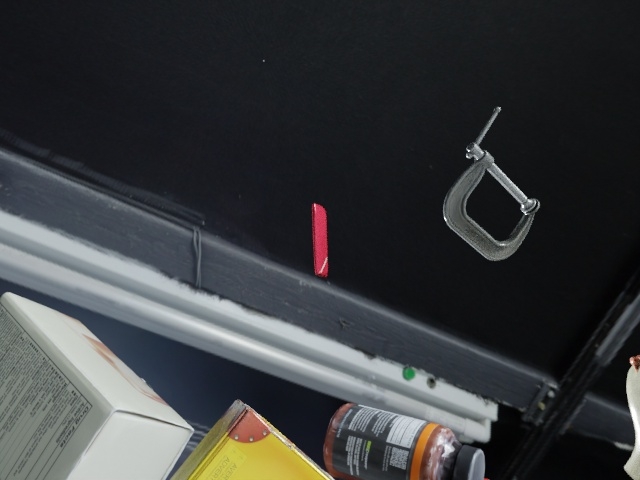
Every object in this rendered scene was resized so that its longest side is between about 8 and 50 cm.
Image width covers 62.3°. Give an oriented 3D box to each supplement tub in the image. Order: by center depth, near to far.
[{"bbox_3d":[0.110,0.288,0.702,0.198,0.106,0.105,4,-67,33],"label":"supplement tub"}]

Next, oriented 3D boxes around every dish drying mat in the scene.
[{"bbox_3d":[0.000,0.000,0.624,0.008,0.032,0.083,-6,-102,24],"label":"dish drying mat"}]

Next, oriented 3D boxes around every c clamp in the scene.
[{"bbox_3d":[0.214,-0.054,0.636,0.161,0.022,0.137,41,-94,-30],"label":"c clamp"}]

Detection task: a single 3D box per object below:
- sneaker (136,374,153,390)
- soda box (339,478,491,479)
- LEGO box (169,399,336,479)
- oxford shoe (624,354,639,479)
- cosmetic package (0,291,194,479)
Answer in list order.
[{"bbox_3d":[-0.275,0.258,0.828,0.038,0.098,0.069,-22,-25,-38],"label":"sneaker"},{"bbox_3d":[0.153,0.376,0.754,0.092,0.263,0.083,-12,-82,-45],"label":"soda box"},{"bbox_3d":[-0.165,0.606,0.948,0.372,0.193,0.500,43,-110,-3],"label":"LEGO box"},{"bbox_3d":[0.384,0.134,0.553,0.123,0.130,0.347,-7,-76,-31],"label":"oxford shoe"},{"bbox_3d":[-0.311,0.200,0.631,0.153,0.296,0.129,-57,-39,-9],"label":"cosmetic package"}]
